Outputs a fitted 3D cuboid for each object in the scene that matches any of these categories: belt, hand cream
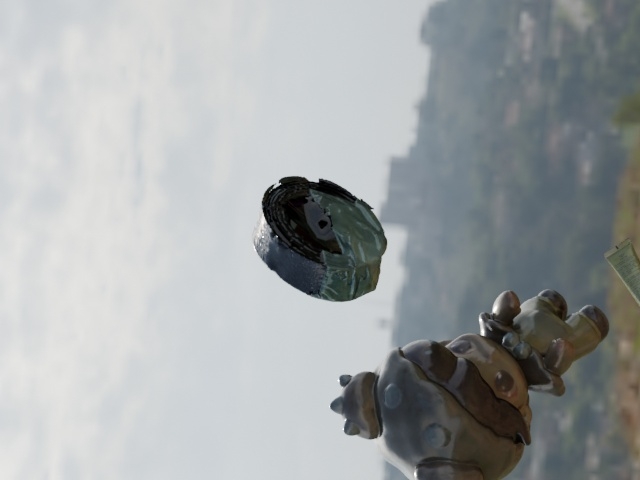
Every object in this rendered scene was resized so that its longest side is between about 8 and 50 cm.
[{"bbox_3d":[0.000,0.000,1.785,0.105,0.140,0.058,-28,-34,-34],"label":"belt"},{"bbox_3d":[0.354,0.049,2.111,0.102,0.035,0.022,61,-161,18],"label":"hand cream"}]

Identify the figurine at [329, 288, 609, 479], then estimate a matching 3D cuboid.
[{"bbox_3d":[0.210,0.191,2.497,0.380,0.248,0.203,-35,-24,-29],"label":"figurine"}]
